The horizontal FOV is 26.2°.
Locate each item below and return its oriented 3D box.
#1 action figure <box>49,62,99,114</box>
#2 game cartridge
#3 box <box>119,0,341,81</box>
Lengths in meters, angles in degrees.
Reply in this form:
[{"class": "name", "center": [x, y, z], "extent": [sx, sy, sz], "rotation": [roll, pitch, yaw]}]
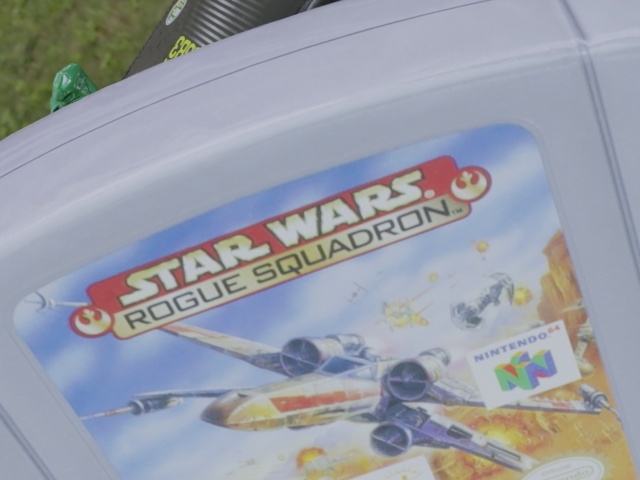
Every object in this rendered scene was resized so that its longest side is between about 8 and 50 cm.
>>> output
[{"class": "action figure", "center": [-0.166, -0.083, 1.179], "extent": [0.137, 0.232, 0.064], "rotation": [13, 73, 24]}, {"class": "game cartridge", "center": [0.006, 0.031, 0.402], "extent": [0.297, 0.198, 0.062], "rotation": [-20, 43, 6]}, {"class": "box", "center": [-0.049, -0.073, 0.663], "extent": [0.184, 0.045, 0.190], "rotation": [-53, 25, 4]}]
